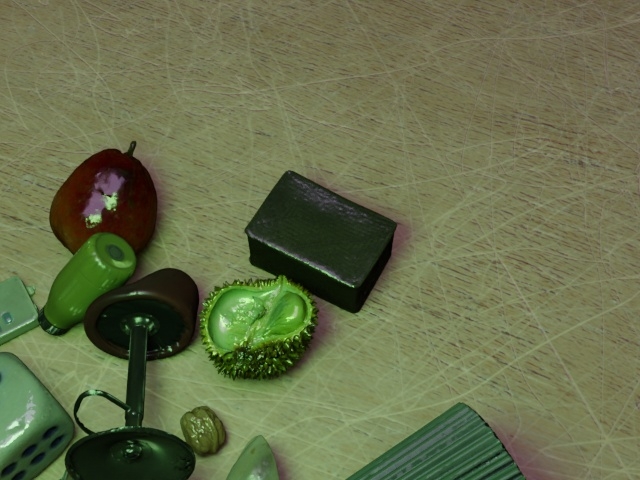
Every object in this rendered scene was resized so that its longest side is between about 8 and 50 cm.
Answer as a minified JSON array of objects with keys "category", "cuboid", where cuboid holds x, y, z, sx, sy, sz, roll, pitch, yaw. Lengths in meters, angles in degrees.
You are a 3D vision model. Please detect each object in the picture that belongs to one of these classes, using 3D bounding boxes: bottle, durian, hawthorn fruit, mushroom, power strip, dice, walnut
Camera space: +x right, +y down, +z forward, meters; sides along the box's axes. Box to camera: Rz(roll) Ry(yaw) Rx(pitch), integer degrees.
[{"category":"bottle","cuboid":[-0.472,0.096,1.864,0.112,0.260,0.112,30,36,-25]},{"category":"durian","cuboid":[-0.123,0.174,1.848,0.237,0.176,0.200,-16,53,-14]},{"category":"hawthorn fruit","cuboid":[-0.438,-0.085,1.950,0.224,0.224,0.260,22,102,12]},{"category":"mushroom","cuboid":[-0.140,0.525,1.686,0.128,0.128,0.350,14,65,8]},{"category":"power strip","cuboid":[-0.704,0.175,1.927,0.270,0.046,0.118,-27,65,-14]},{"category":"dice","cuboid":[-0.590,0.338,1.754,0.193,0.194,0.192,-40,69,-21]},{"category":"walnut","cuboid":[-0.224,0.364,1.800,0.079,0.082,0.096,-16,66,-42]}]

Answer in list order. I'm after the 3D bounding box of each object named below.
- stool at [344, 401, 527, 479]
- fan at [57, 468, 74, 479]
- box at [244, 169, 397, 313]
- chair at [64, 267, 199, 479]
[{"category":"stool","cuboid":[0.180,0.489,1.621,0.330,0.297,0.297,-29,65,-9]},{"category":"fan","cuboid":[-0.459,0.449,1.761,0.220,0.009,0.132,-15,42,11]},{"category":"box","cuboid":[0.000,0.001,1.959,0.273,0.143,0.184,26,65,13]},{"category":"chair","cuboid":[-0.340,0.248,1.757,0.227,0.226,0.401,-3,46,-1]}]
